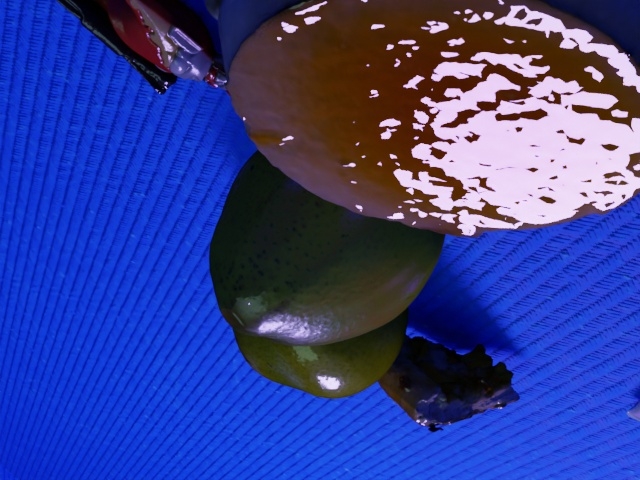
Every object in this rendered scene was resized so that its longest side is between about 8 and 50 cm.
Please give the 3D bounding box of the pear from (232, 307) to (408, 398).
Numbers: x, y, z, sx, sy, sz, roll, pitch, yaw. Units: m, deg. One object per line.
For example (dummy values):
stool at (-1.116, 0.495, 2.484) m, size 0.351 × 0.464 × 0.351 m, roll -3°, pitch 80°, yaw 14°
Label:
pear at (-0.012, 0.062, 1.336) m, size 0.180 × 0.166 × 0.216 m, roll 35°, pitch 178°, yaw 28°

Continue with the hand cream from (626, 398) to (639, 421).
hand cream at (0.327, 0.144, 1.276) m, size 0.078 × 0.050 × 0.205 m, roll 23°, pitch 159°, yaw 16°

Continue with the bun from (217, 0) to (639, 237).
bun at (0.092, -0.133, 0.859) m, size 0.299 × 0.164 × 0.299 m, roll 11°, pitch 152°, yaw 6°

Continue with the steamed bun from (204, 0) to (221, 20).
steamed bun at (-0.063, -0.214, 0.949) m, size 0.178 × 0.106 × 0.192 m, roll 25°, pitch 154°, yaw 8°

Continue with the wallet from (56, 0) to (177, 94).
wallet at (-0.186, -0.188, 1.197) m, size 0.157 × 0.018 × 0.082 m, roll 40°, pitch -164°, yaw -23°

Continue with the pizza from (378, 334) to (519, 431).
pizza at (0.127, 0.136, 1.416) m, size 0.161 × 0.062 × 0.182 m, roll 16°, pitch -163°, yaw -4°

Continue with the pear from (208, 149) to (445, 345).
pear at (0.000, 0.000, 1.147) m, size 0.187 × 0.219 × 0.187 m, roll 29°, pitch 151°, yaw 18°

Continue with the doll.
doll at (-0.117, -0.167, 1.165) m, size 0.169 × 0.057 × 0.109 m, roll 29°, pitch 176°, yaw -30°
